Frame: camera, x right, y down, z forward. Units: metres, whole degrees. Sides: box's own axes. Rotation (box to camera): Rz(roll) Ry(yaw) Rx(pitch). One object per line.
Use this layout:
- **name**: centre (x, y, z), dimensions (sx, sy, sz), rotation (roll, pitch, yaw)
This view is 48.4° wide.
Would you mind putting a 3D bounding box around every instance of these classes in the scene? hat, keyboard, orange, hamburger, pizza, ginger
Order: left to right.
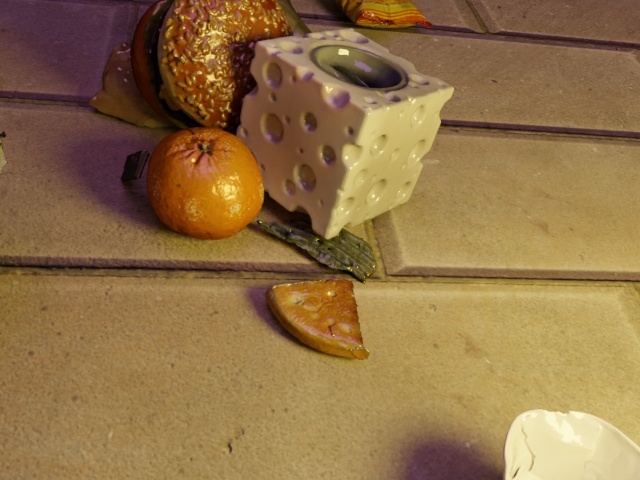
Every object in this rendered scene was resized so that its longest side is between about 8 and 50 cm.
- **keyboard**: centre (-0.303, -0.120, 1.160), dimensions (0.015, 0.049, 0.129), rotation (17, -5, -25)
- **ginger**: centre (-0.322, -0.293, 1.350), dimensions (0.193, 0.123, 0.115), rotation (18, 30, -6)
- **orange**: centre (-0.183, -0.095, 1.126), dimensions (0.193, 0.161, 0.193), rotation (9, 39, -7)
- **hamburger**: centre (-0.181, -0.319, 1.258), dimensions (0.291, 0.291, 0.225), rotation (-25, 25, -33)
- **pizza**: centre (0.004, 0.103, 1.041), dimensions (0.178, 0.041, 0.131), rotation (21, 46, 11)
- **hat**: centre (0.283, 0.309, 0.817), dimensions (0.203, 0.126, 0.203), rotation (7, 42, -6)

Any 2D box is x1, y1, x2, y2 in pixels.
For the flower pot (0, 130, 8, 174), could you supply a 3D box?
- **flower pot**: centre (-0.532, -0.025, 0.901), dimensions (0.290, 0.259, 0.290), rotation (7, 41, -6)

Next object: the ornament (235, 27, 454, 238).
- **ornament**: centre (0.031, -0.189, 1.193), dimensions (0.240, 0.240, 0.239), rotation (38, 40, 26)

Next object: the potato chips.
- **potato chips**: centre (0.000, 0.001, 1.163), dimensions (0.207, 0.028, 0.092), rotation (26, 43, 13)

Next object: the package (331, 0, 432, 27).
- **package**: centre (0.124, -0.610, 1.796), dimensions (0.223, 0.108, 0.288), rotation (-10, 54, -29)

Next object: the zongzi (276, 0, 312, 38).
- **zongzi**: centre (-0.076, -0.481, 1.564), dimensions (0.360, 0.160, 0.323), rotation (19, 44, 9)
